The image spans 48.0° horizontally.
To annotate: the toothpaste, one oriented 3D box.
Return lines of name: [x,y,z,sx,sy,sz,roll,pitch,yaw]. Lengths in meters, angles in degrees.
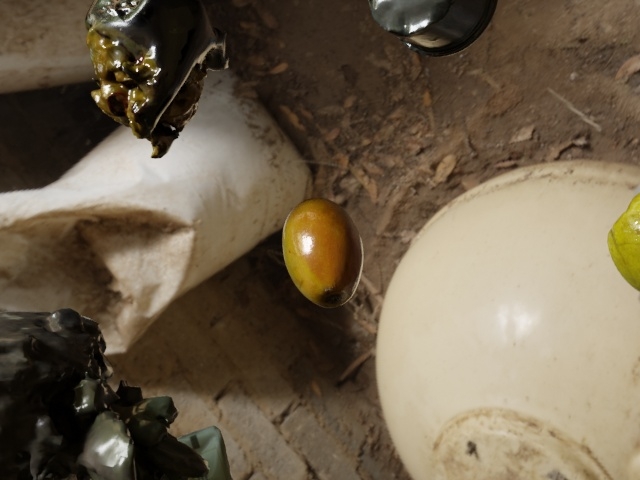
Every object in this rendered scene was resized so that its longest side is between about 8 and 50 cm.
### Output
toothpaste: [-0.104,0.335,0.794,0.037,0.067,0.255,122,129,-63]

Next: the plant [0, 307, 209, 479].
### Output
plant: [-0.257,0.172,0.651,0.312,0.215,0.213,1,94,6]

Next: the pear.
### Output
pear: [0.441,0.004,0.887,0.162,0.149,0.149,30,131,5]

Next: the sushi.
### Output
sushi: [-0.240,-0.250,1.014,0.213,0.204,0.200,32,166,28]

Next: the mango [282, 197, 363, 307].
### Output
mango: [0.000,0.000,1.058,0.113,0.253,0.138,-17,115,1]

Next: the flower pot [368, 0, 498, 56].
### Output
flower pot: [0.129,-0.310,0.884,0.157,0.107,0.157,6,100,32]
